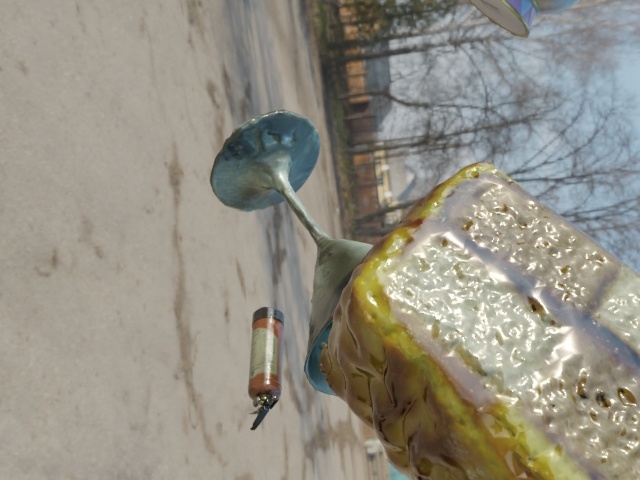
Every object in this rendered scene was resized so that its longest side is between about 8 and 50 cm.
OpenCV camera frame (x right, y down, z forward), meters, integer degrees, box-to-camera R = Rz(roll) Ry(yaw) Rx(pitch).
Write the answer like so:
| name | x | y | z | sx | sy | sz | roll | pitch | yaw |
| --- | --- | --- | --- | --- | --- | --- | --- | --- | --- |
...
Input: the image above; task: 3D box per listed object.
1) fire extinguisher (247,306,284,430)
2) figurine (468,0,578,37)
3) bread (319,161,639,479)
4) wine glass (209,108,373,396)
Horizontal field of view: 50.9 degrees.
| name | x | y | z | sx | sy | sz | roll | pitch | yaw |
| --- | --- | --- | --- | --- | --- | --- | --- | --- | --- |
| fire extinguisher | -0.079 | 0.177 | 0.948 | 0.050 | 0.062 | 0.177 | 29 | 38 | -26 |
| figurine | 0.258 | -0.346 | 0.684 | 0.142 | 0.263 | 0.190 | 45 | 15 | 30 |
| bread | 0.114 | 0.070 | 0.374 | 0.222 | 0.181 | 0.096 | 42 | -35 | 18 |
| wine glass | 0.000 | 0.000 | 1.012 | 0.406 | 0.267 | 0.267 | 52 | -16 | 36 |
